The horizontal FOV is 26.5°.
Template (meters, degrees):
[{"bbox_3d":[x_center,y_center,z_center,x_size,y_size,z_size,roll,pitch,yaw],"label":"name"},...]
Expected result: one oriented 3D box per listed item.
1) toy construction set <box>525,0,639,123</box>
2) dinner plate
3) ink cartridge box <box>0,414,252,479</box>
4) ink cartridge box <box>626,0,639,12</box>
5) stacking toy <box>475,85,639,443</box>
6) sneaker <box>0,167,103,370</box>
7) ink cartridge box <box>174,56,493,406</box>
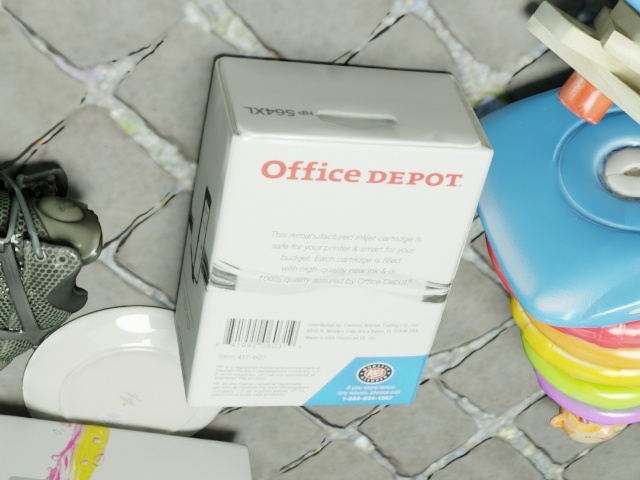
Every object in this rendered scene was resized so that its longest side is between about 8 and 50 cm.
[{"bbox_3d":[0.226,-0.166,0.654,0.151,0.215,0.327,-24,150,-52],"label":"toy construction set"},{"bbox_3d":[-0.128,0.101,0.913,0.141,0.017,0.141,-6,131,-6],"label":"dinner plate"},{"bbox_3d":[-0.192,0.252,0.895,0.270,0.197,0.198,11,132,-20],"label":"ink cartridge box"},{"bbox_3d":[0.187,-0.285,0.463,0.285,0.166,0.395,41,111,2],"label":"ink cartridge box"},{"bbox_3d":[0.185,0.052,0.872,0.175,0.165,0.302,-13,143,-6],"label":"stacking toy"},{"bbox_3d":[-0.207,-0.018,0.752,0.130,0.087,0.227,-30,132,11],"label":"sneaker"},{"bbox_3d":[0.000,0.000,0.809,0.148,0.086,0.203,2,128,-15],"label":"ink cartridge box"}]
